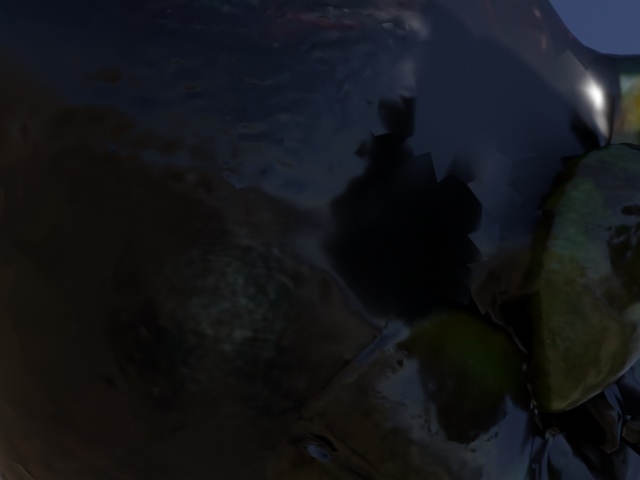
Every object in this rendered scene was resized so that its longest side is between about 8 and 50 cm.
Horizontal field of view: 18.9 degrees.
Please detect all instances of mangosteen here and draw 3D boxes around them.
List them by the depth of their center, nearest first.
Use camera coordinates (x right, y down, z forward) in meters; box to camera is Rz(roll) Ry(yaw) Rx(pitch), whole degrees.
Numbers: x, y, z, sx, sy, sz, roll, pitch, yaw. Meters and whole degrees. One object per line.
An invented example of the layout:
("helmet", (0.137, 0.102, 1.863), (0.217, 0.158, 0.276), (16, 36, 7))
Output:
("mangosteen", (0.000, 0.000, 0.563), (0.243, 0.243, 0.243), (23, -20, 9))
